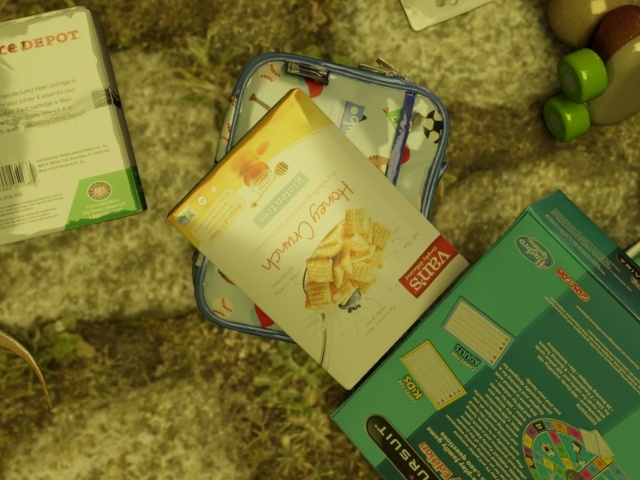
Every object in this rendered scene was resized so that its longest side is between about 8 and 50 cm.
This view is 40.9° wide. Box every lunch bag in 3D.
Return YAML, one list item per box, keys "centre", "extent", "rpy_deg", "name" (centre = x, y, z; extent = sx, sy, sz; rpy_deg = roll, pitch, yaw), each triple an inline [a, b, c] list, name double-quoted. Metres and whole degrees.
- centre: [0.005, -0.042, 0.889]
  extent: [0.243, 0.115, 0.303]
  rpy_deg: [14, 93, -9]
  name: "lunch bag"

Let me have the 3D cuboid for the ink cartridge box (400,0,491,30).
- centre: [0.117, -0.336, 0.903]
  extent: [0.115, 0.067, 0.198]
  rpy_deg: [-24, 96, -5]
  name: "ink cartridge box"

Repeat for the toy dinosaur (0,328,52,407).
- centre: [-0.364, 0.088, 0.891]
  extent: [0.212, 0.064, 0.112]
  rpy_deg: [13, 110, 2]
  name: "toy dinosaur"

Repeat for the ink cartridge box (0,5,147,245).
- centre: [-0.274, -0.113, 0.865]
  extent: [0.153, 0.087, 0.208]
  rpy_deg: [-13, 96, -5]
  name: "ink cartridge box"

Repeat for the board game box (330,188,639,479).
- centre: [0.194, 0.158, 0.806]
  extent: [0.253, 0.079, 0.336]
  rpy_deg: [48, 128, 14]
  name: "board game box"

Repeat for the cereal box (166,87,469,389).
- centre: [0.000, 0.000, 0.812]
  extent: [0.240, 0.047, 0.173]
  rpy_deg: [44, 88, -12]
  name: "cereal box"

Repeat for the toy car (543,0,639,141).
- centre: [0.289, -0.229, 0.920]
  extent: [0.155, 0.149, 0.188]
  rpy_deg: [-24, 67, -8]
  name: "toy car"

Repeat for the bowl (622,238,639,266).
- centre: [0.387, 0.120, 0.912]
  extent: [0.312, 0.163, 0.311]
  rpy_deg: [0, 93, -5]
  name: "bowl"
